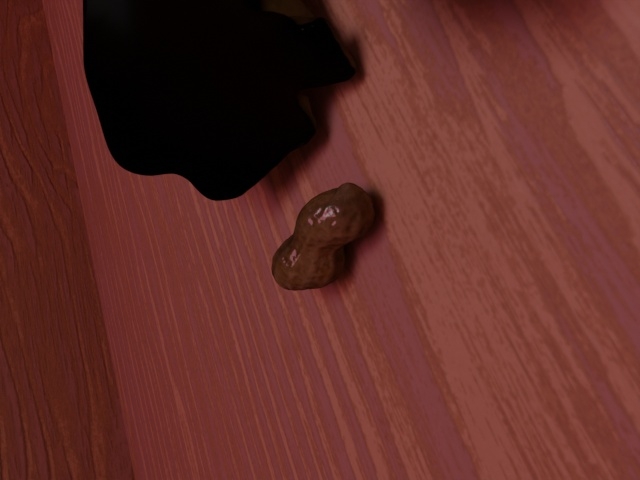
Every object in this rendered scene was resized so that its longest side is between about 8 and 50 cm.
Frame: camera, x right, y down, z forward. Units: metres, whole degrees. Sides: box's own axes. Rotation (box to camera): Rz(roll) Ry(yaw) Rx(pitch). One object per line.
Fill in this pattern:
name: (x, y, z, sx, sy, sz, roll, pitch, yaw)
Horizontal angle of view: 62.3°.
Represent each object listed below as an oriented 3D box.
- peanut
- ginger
peanut: (0.002, 0.001, 0.669, 0.192, 0.089, 0.089, -56, 50, 42)
ginger: (-0.127, -0.269, 0.748, 0.413, 0.359, 0.211, -63, 1, 37)
